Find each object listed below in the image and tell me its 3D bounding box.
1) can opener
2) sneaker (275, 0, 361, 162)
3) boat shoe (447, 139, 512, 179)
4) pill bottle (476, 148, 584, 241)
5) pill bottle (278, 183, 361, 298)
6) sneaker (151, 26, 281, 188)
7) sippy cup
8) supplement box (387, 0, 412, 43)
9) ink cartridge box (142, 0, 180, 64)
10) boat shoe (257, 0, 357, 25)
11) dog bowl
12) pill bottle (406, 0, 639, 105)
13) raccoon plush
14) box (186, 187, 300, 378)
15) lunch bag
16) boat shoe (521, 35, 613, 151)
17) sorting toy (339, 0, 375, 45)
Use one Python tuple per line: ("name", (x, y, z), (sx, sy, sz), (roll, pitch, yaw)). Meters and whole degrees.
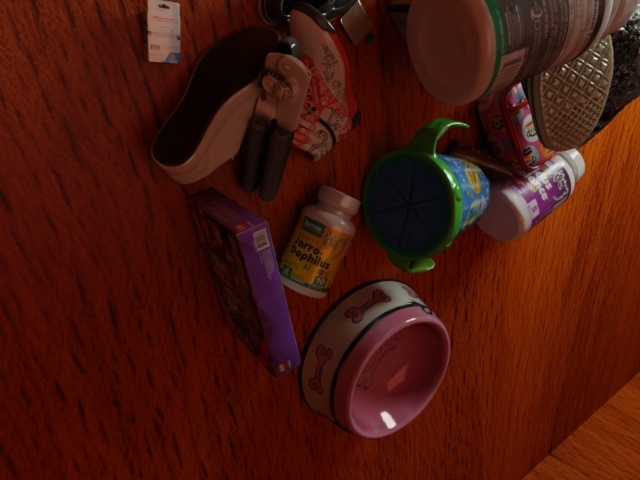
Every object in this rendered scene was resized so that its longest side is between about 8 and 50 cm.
("can opener", (-0.070, -0.181, 0.767), (0.093, 0.074, 0.280), (-57, 172, -45))
("sneaker", (-0.021, -0.247, 0.801), (0.145, 0.090, 0.270), (-46, 148, -9))
("boat shoe", (0.393, -0.197, 1.149), (0.178, 0.064, 0.060), (17, 77, -11))
("pill bottle", (0.563, -0.139, 1.262), (0.301, 0.169, 0.169), (-34, 127, -20))
("pill bottle", (0.000, 0.000, 0.941), (0.117, 0.117, 0.208), (20, 98, -40))
("sneaker", (-0.157, -0.214, 0.762), (0.290, 0.106, 0.123), (-56, 165, -12))
("sippy cup", (0.249, -0.092, 1.030), (0.224, 0.240, 0.305), (-17, 159, -42))
("supplement box", (0.250, -0.413, 0.943), (0.114, 0.111, 0.220), (-50, 131, -7))
("ink cartridge box", (-0.233, -0.305, 0.688), (0.048, 0.028, 0.083), (-8, 115, -34))
("boat shoe", (-0.003, -0.403, 0.790), (0.206, 0.065, 0.075), (-26, 124, -25))
("dog bowl", (0.156, 0.311, 1.179), (0.408, 0.150, 0.408), (-16, 120, -31))
("pill bottle", (0.348, -0.385, 0.805), (0.361, 0.204, 0.204), (-25, 124, -17))
("raccoon plush", (0.722, -0.482, 1.270), (0.216, 0.299, 0.446), (-16, 152, -48))
("box", (-0.134, 0.072, 0.819), (0.057, 0.201, 0.293), (-26, 123, -26))
("lunch bag", (0.533, -0.339, 1.172), (0.293, 0.120, 0.258), (-34, 108, -19))
("boat shoe", (0.496, -0.444, 1.019), (0.186, 0.156, 0.500), (-17, 104, -3))
("sorting toy", (0.073, -0.397, 0.884), (0.062, 0.012, 0.083), (-52, 128, -12))
